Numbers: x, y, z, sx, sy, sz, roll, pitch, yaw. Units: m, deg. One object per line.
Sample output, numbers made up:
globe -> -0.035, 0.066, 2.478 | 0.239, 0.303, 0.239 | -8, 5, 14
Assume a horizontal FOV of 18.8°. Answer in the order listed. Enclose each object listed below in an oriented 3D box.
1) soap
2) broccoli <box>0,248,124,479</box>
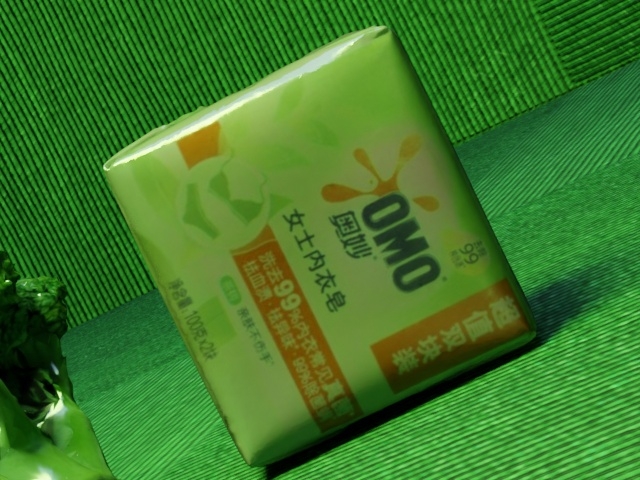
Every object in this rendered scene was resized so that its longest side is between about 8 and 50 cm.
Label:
soap -> 0.000, 0.000, 1.091 | 0.182, 0.199, 0.138 | -26, 2, 1
broccoli -> -0.191, 0.114, 0.883 | 0.241, 0.262, 0.269 | 8, -3, 34
